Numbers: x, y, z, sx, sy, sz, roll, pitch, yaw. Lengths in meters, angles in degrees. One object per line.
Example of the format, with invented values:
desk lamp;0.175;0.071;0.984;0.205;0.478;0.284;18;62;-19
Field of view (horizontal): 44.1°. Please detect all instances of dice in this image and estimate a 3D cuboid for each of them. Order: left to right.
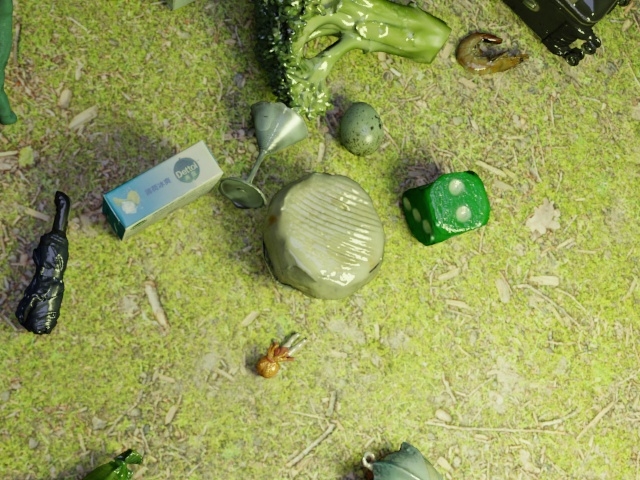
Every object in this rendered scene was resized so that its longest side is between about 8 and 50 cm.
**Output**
dice;0.242;-0.063;1.526;0.131;0.128;0.120;-18;87;-19

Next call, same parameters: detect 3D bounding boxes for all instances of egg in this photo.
egg;0.079;-0.216;1.529;0.085;0.085;0.110;-5;74;-16

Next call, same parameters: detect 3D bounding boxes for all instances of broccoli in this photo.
broccoli;0.050;-0.464;1.496;0.397;0.275;0.353;-19;130;-12

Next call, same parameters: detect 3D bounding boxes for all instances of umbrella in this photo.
umbrella;-0.458;0.036;1.343;0.071;0.071;0.248;14;78;-13

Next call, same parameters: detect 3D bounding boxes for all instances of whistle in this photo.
whistle;0.197;0.489;1.426;0.346;0.134;0.142;44;31;-15

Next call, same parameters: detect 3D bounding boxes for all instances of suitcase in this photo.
suitcase;0.476;-0.609;1.656;0.434;0.194;0.283;43;72;-3

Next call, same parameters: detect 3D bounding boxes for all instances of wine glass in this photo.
wine glass;-0.105;-0.150;1.431;0.122;0.122;0.182;27;63;-10

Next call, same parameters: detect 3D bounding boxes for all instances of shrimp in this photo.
shrimp;0.363;-0.396;1.672;0.163;0.045;0.095;-7;62;-12

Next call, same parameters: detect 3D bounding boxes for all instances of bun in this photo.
bun;0.000;0.000;1.440;0.239;0.141;0.239;7;68;-18

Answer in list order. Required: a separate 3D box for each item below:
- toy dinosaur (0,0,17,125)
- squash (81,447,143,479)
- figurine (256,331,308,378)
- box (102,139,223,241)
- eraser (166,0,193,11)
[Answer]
toy dinosaur;-0.576;-0.244;1.220;0.129;0.331;0.383;38;71;-4
squash;-0.418;0.492;1.259;0.101;0.101;0.378;41;71;-6
figurine;-0.071;0.205;1.437;0.064;0.047;0.109;38;63;24
box;-0.277;-0.084;1.376;0.194;0.139;0.073;-32;90;-19
eraser;-0.196;-0.519;1.498;0.225;0.095;0.052;-32;84;-19
